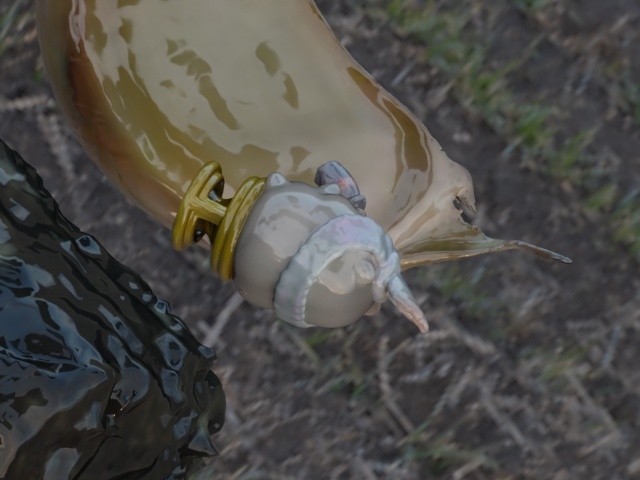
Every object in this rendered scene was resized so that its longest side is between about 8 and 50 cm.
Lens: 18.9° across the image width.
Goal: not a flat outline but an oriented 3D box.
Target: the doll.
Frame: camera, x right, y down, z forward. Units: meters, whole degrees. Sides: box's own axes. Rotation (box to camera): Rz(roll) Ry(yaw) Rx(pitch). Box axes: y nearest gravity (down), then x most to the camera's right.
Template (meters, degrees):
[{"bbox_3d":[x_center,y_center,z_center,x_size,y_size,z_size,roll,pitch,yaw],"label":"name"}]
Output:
[{"bbox_3d":[0.000,0.000,0.907,0.127,0.073,0.084,24,62,9],"label":"doll"}]

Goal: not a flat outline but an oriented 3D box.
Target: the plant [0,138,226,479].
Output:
[{"bbox_3d":[-0.134,0.114,0.790,0.312,0.213,0.215,53,12,14],"label":"plant"}]

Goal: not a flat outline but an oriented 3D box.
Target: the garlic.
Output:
[{"bbox_3d":[-0.036,-0.074,1.081,0.338,0.196,0.151,55,33,-3],"label":"garlic"}]
